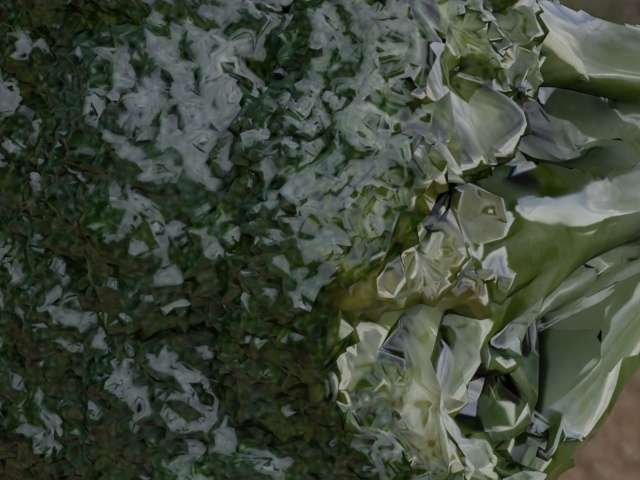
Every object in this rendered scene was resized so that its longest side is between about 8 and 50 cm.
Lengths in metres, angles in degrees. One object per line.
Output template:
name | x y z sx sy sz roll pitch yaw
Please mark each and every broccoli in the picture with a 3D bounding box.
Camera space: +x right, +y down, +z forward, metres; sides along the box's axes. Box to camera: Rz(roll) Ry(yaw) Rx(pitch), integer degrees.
broccoli | 0.000 0.000 0.587 0.283 0.321 0.304 -12 22 -24
